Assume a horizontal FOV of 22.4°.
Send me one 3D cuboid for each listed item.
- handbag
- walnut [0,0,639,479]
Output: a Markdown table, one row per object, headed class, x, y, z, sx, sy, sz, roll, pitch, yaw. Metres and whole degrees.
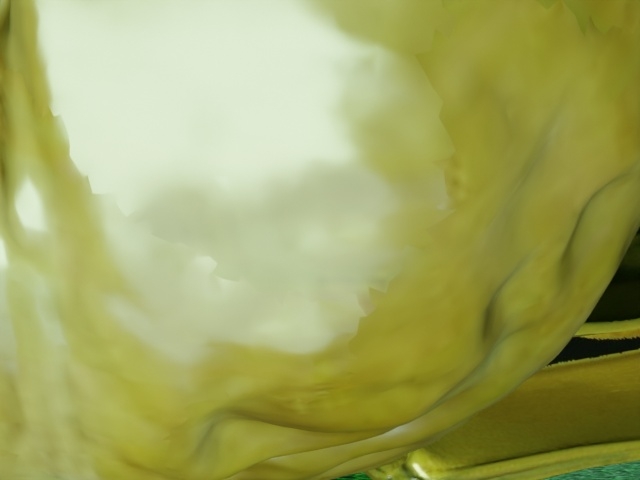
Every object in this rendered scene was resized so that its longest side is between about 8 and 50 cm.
| class | x | y | z | sx | sy | sz | roll | pitch | yaw |
| --- | --- | --- | --- | --- | --- | --- | --- | --- | --- |
| handbag | 0.169 | 0.046 | 1.073 | 0.401 | 0.133 | 0.283 | -7 | -169 | -24 |
| walnut | -0.069 | -0.074 | 0.484 | 0.354 | 0.308 | 0.398 | 12 | 156 | -4 |
